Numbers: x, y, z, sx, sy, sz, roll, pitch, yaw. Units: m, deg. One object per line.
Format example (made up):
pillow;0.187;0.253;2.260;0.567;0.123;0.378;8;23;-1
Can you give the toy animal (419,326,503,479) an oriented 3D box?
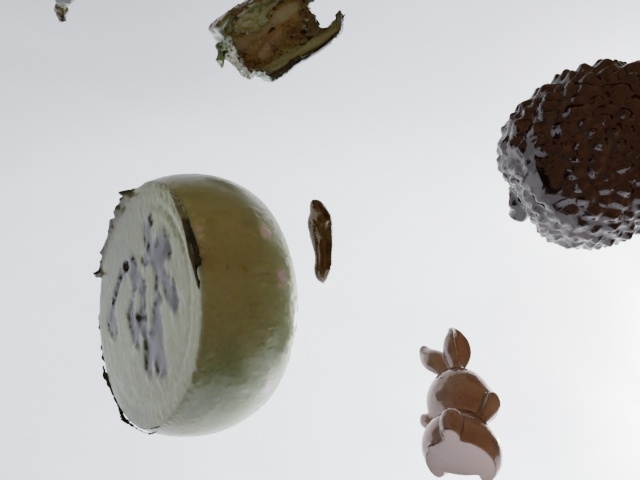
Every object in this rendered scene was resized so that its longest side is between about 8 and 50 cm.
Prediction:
toy animal;0.205;0.228;0.757;0.124;0.124;0.212;18;-141;2

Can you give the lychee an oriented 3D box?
lychee;0.457;-0.139;0.898;0.306;0.330;0.306;34;-144;-29

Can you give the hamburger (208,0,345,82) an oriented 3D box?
hamburger;-0.108;-0.458;1.161;0.288;0.167;0.192;-35;-153;-11

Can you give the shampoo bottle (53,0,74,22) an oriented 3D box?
shampoo bottle;-0.575;-0.584;1.189;0.057;0.208;0.063;17;-120;-24

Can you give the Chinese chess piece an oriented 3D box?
Chinese chess piece;-0.182;0.083;0.713;0.146;0.349;0.349;3;-128;-41

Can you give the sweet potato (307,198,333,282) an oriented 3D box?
sweet potato;0.002;0.000;1.114;0.053;0.054;0.182;-13;-77;-34
